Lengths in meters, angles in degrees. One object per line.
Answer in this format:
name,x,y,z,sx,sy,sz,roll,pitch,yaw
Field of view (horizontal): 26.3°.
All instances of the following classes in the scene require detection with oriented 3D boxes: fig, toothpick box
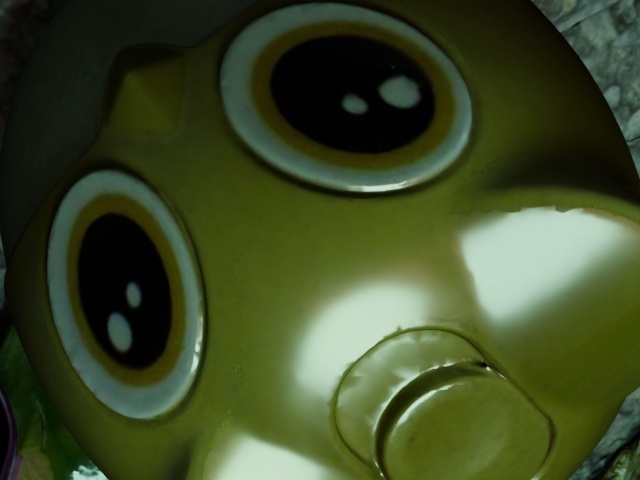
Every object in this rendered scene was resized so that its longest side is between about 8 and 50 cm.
fig,-0.188,0.146,1.069,0.195,0.195,0.245,-16,90,-13
toothpick box,0.000,0.000,0.877,0.409,0.425,0.409,-12,126,-17

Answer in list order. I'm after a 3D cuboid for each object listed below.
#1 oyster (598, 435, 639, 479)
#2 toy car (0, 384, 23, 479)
oyster,0.401,0.236,1.434,0.294,0.094,0.166,-14,145,-26
toy car,-0.394,0.147,0.912,0.340,0.271,0.240,33,121,-19
